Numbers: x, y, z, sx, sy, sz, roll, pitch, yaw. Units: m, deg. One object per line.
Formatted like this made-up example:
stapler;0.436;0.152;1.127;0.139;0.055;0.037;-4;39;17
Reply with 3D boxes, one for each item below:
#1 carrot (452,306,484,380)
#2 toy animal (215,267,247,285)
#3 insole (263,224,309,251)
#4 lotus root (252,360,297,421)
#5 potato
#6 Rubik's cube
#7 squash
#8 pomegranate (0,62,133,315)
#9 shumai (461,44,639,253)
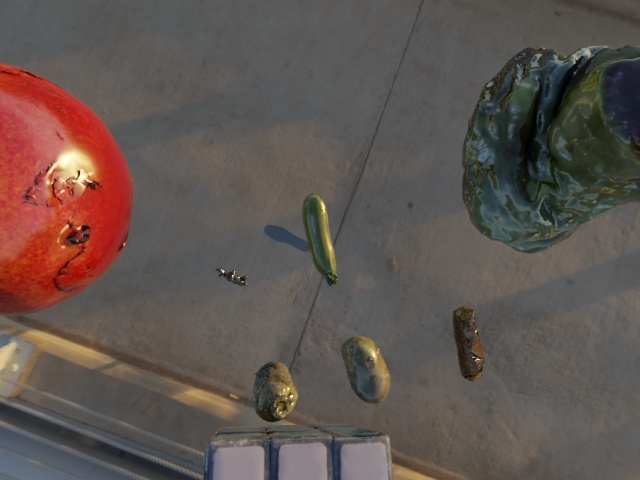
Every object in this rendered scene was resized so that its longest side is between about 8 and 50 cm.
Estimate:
carrot;0.381;0.270;1.065;0.069;0.069;0.229;-22;117;-7
toy animal;-0.351;0.141;1.622;0.135;0.065;0.047;25;72;-25
insole;-0.124;-0.009;1.548;0.188;0.004;0.064;25;121;-5
lotus root;-0.087;0.272;0.767;0.088;0.165;0.088;-1;100;-5
potato;0.169;0.479;1.544;0.165;0.165;0.262;-24;98;-8
Rubik's cube;-0.051;0.491;0.723;0.301;0.305;0.304;4;67;-11
squash;0.000;0.000;0.796;0.052;0.052;0.183;-14;98;-6
pomegranate;-0.279;-0.038;0.341;0.235;0.210;0.210;-4;78;0
shumai;0.378;-0.129;0.554;0.304;0.263;0.309;0;93;-27
